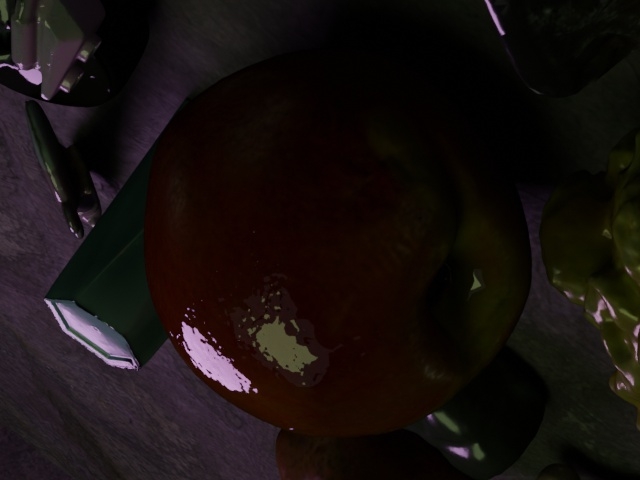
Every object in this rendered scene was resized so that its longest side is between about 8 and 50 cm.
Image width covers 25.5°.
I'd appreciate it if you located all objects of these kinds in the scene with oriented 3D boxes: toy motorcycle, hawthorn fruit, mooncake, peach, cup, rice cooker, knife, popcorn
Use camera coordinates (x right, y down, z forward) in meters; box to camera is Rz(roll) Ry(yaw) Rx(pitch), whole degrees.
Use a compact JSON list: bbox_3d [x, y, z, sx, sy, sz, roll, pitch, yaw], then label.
[{"bbox_3d":[-0.163,-0.222,1.040,0.188,0.143,0.327,35,132,-4],"label":"toy motorcycle"},{"bbox_3d":[0.053,0.239,1.562,0.248,0.208,0.208,54,164,27],"label":"hawthorn fruit"},{"bbox_3d":[0.133,0.163,1.420,0.175,0.104,0.168,19,157,39],"label":"mooncake"},{"bbox_3d":[0.000,0.000,1.100,0.332,0.308,0.308,25,157,53],"label":"peach"},{"bbox_3d":[-0.146,0.003,1.331,0.148,0.235,0.134,46,154,-27],"label":"cup"},{"bbox_3d":[-0.245,-0.197,1.240,0.203,0.118,0.142,24,153,21],"label":"rice cooker"},{"bbox_3d":[-0.249,-0.065,1.419,0.398,0.038,0.132,177,75,-83],"label":"knife"},{"bbox_3d":[0.257,0.031,0.914,0.237,0.206,0.251,46,164,0],"label":"popcorn"}]

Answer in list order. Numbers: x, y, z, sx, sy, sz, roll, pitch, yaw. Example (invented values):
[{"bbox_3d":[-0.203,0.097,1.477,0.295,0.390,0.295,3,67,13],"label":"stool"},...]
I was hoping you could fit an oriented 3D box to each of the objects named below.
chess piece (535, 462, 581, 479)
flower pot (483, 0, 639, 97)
[{"bbox_3d":[0.352,0.325,1.430,0.307,0.124,0.139,31,-168,20],"label":"chess piece"},{"bbox_3d":[0.181,-0.171,0.482,0.267,0.266,0.266,-11,136,18],"label":"flower pot"}]
